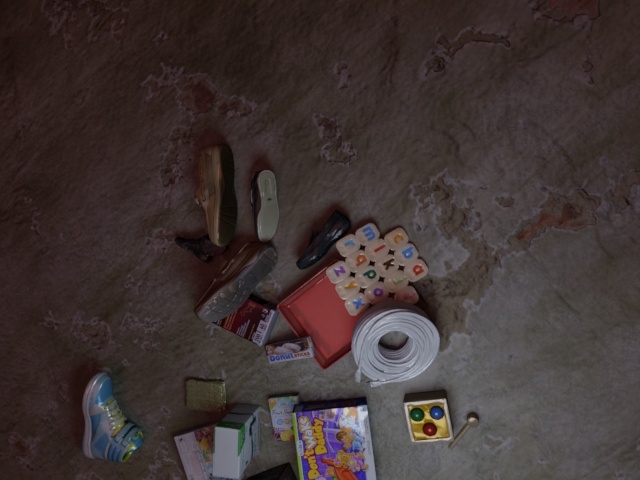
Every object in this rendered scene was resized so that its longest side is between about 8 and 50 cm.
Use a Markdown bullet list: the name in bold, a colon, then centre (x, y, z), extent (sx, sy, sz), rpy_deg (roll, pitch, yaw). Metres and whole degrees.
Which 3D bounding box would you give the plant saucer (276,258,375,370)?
- **plant saucer**: centre (0.036, 0.233, 1.515), extent (0.259, 0.048, 0.258), rpy_deg (-39, 82, 10)

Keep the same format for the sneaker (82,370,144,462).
- **sneaker**: centre (-0.703, 0.618, 1.652), extent (0.208, 0.127, 0.318), rpy_deg (8, 102, 15)

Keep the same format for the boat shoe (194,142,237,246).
- **boat shoe**: centre (-0.348, -0.146, 1.570), extent (0.110, 0.122, 0.340), rpy_deg (-5, 79, 18)

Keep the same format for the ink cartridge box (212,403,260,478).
- **ink cartridge box**: centre (-0.260, 0.625, 1.505), extent (0.087, 0.208, 0.152), rpy_deg (2, 92, 10)

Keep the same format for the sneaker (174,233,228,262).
- **sneaker**: centre (-0.403, 0.011, 1.614), extent (0.170, 0.051, 0.089), rpy_deg (33, 97, 6)

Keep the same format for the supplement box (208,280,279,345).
- **supplement box**: centre (-0.267, 0.235, 1.571), extent (0.240, 0.073, 0.130), rpy_deg (23, 96, 13)

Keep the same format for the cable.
- **cable**: centre (0.220, 0.303, 1.415), extent (0.257, 0.089, 0.256), rpy_deg (-4, 111, 0)

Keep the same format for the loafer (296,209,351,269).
- **loafer**: centre (0.000, 0.000, 1.510), extent (0.223, 0.076, 0.078), rpy_deg (-46, 76, 5)

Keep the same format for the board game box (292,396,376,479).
- **board game box**: centre (0.050, 0.681, 1.481), extent (0.234, 0.078, 0.346), rpy_deg (-8, 89, 3)

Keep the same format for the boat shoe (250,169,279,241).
- **boat shoe**: centre (-0.188, -0.112, 1.560), extent (0.079, 0.084, 0.232), rpy_deg (8, 101, 49)

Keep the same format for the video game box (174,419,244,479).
- **video game box**: centre (-0.377, 0.730, 1.615), extent (0.187, 0.048, 0.205), rpy_deg (-20, 86, 14)

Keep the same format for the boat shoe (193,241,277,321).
- **boat shoe**: centre (-0.277, 0.124, 1.508), extent (0.116, 0.123, 0.324), rpy_deg (26, 56, 32)

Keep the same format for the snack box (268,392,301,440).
- **snack box**: centre (-0.108, 0.575, 1.555), extent (0.100, 0.037, 0.141), rpy_deg (-10, 89, 12)

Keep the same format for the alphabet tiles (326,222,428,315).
- **alphabet tiles**: centre (0.173, 0.095, 1.468), extent (0.278, 0.021, 0.284), rpy_deg (-30, 82, -3)

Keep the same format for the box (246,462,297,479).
- **box**: centre (-0.160, 0.837, 1.486), extent (0.169, 0.203, 0.166), rpy_deg (-25, 85, 11)

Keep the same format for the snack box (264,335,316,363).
- **snack box**: centre (-0.099, 0.351, 1.530), extent (0.178, 0.022, 0.064), rpy_deg (-17, 93, 32)

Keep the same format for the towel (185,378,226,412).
- **towel**: centre (-0.391, 0.528, 1.626), extent (0.148, 0.027, 0.109), rpy_deg (0, 91, 12)

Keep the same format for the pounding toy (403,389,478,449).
- **pounding toy**: centre (0.366, 0.548, 1.417), extent (0.206, 0.094, 0.180), rpy_deg (-11, 88, 13)
